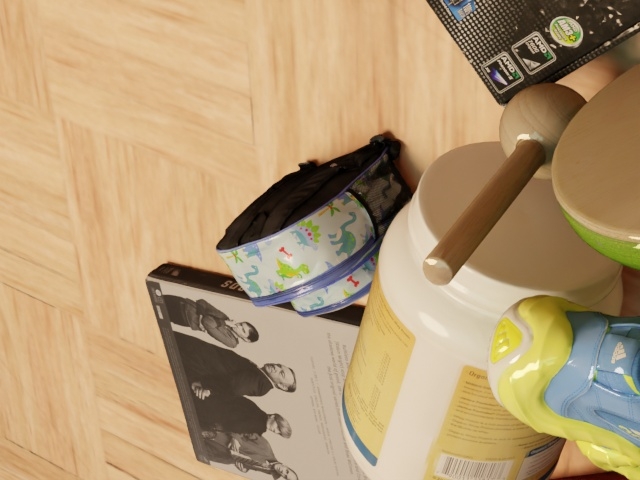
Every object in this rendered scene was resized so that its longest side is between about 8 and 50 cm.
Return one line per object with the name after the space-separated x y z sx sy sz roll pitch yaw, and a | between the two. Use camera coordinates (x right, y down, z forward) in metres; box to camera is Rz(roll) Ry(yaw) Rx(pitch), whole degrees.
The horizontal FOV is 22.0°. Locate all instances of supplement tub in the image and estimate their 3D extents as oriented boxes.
0.096 0.055 0.983 0.144 0.144 0.200 34 137 20 | supplement tub

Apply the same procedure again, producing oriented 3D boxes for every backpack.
0.000 0.000 1.054 0.105 0.114 0.084 -18 106 47 | backpack

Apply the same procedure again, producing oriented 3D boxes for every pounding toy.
0.194 -0.014 0.817 0.236 0.183 0.110 -9 124 31 | pounding toy

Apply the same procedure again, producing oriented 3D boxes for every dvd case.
-0.018 0.116 1.224 0.238 0.029 0.179 11 126 37 | dvd case

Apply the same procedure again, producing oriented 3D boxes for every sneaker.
0.204 0.093 0.863 0.126 0.240 0.091 2 78 55 | sneaker

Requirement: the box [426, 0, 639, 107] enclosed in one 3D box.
0.111 -0.186 0.867 0.191 0.045 0.184 55 142 -5 | box

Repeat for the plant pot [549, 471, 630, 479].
0.175 0.283 1.001 0.267 0.236 0.267 -17 111 48 | plant pot
